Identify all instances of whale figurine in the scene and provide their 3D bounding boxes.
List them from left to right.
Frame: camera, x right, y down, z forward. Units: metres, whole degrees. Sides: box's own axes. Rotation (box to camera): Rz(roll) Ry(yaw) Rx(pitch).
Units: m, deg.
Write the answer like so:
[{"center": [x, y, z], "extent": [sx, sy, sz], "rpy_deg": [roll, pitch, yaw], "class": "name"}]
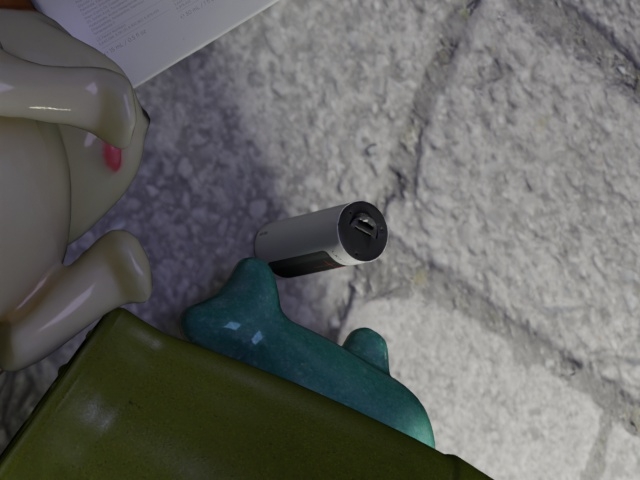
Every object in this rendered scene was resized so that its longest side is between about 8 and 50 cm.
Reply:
[{"center": [-0.004, 0.144, 1.631], "extent": [0.216, 0.141, 0.272], "rpy_deg": [-40, 107, -32], "class": "whale figurine"}]

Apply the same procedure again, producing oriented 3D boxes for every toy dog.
[{"center": [-0.293, -0.028, 1.376], "extent": [0.408, 0.395, 0.284], "rpy_deg": [-41, 121, -49], "class": "toy dog"}]

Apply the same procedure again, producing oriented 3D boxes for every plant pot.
[{"center": [-0.082, 0.240, 1.418], "extent": [0.353, 0.366, 0.366], "rpy_deg": [36, 63, -5], "class": "plant pot"}]

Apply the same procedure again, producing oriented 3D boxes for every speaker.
[{"center": [0.000, 0.000, 1.661], "extent": [0.055, 0.136, 0.055], "rpy_deg": [6, 80, -34], "class": "speaker"}]

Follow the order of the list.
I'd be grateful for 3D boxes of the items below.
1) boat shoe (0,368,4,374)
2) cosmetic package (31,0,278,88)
[{"center": [-0.364, 0.106, 1.420], "extent": [0.277, 0.098, 0.096], "rpy_deg": [-21, 95, -34], "class": "boat shoe"}, {"center": [-0.136, -0.317, 1.629], "extent": [0.377, 0.097, 0.284], "rpy_deg": [-35, 106, -29], "class": "cosmetic package"}]
